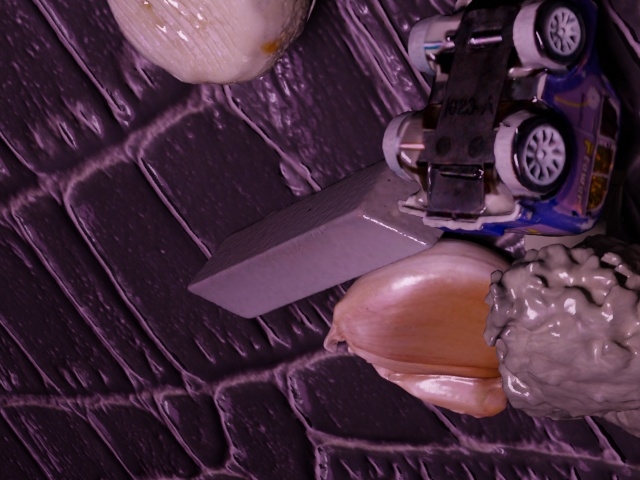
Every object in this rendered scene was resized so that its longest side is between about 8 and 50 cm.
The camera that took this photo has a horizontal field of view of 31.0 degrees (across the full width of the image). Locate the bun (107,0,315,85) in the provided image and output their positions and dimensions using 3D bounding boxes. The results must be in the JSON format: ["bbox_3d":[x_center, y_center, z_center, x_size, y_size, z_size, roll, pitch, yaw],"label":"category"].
[{"bbox_3d":[-0.100,-0.268,1.096,0.239,0.141,0.239,23,135,25],"label":"bun"}]

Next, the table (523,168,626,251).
[{"bbox_3d":[0.248,-0.027,1.116,0.079,0.083,0.062,15,133,24],"label":"table"}]

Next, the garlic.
[{"bbox_3d":[0.125,0.083,1.274,0.228,0.110,0.217,13,133,-8],"label":"garlic"}]

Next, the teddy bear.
[{"bbox_3d":[0.318,0.058,0.988,0.367,0.224,0.357,13,138,-2],"label":"teddy bear"}]

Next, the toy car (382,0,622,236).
[{"bbox_3d":[0.176,-0.112,1.015,0.158,0.235,0.172,16,175,-36],"label":"toy car"}]

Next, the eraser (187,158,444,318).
[{"bbox_3d":[0.001,0.001,1.289,0.352,0.111,0.077,-23,114,44],"label":"eraser"}]
